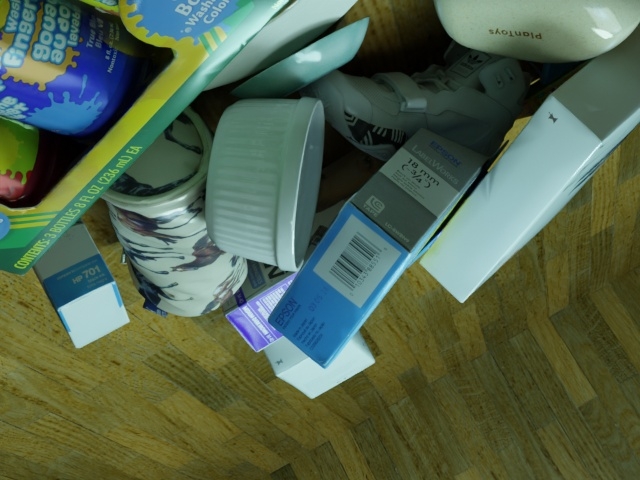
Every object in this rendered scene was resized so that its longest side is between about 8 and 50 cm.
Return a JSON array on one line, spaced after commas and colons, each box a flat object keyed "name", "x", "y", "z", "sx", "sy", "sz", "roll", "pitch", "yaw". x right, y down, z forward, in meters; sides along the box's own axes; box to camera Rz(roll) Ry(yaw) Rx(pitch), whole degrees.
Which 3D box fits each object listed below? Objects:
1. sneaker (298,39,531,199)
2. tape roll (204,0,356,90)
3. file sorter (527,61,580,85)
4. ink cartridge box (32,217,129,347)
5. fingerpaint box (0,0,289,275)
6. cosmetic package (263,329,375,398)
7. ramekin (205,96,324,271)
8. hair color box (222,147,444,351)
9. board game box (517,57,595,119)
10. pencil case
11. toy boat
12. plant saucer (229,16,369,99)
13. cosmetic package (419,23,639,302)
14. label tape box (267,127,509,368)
[{"name": "sneaker", "x": 0.140, "y": -0.205, "z": 1.707, "sx": 0.366, "sy": 0.137, "sz": 0.210, "roll": 23, "pitch": 104, "yaw": -42}, {"name": "tape roll", "x": -0.094, "y": -0.298, "z": 1.295, "sx": 0.392, "sy": 0.072, "sz": 0.392, "roll": -24, "pitch": 159, "yaw": -10}, {"name": "file sorter", "x": 0.333, "y": -0.320, "z": 1.716, "sx": 0.118, "sy": 0.104, "sz": 0.170, "roll": -33, "pitch": 159, "yaw": -12}, {"name": "ink cartridge box", "x": -0.321, "y": 0.019, "z": 1.552, "sx": 0.082, "sy": 0.190, "sz": 0.139, "roll": -26, "pitch": 159, "yaw": -12}, {"name": "fingerpaint box", "x": -0.298, "y": -0.186, "z": 1.056, "sx": 0.371, "sy": 0.163, "sz": 0.445, "roll": 19, "pitch": 130, "yaw": -44}, {"name": "cosmetic package", "x": -0.036, "y": 0.120, "z": 2.085, "sx": 0.138, "sy": 0.224, "sz": 0.225, "roll": -31, "pitch": 159, "yaw": 6}, {"name": "ramekin", "x": -0.065, "y": -0.073, "z": 1.478, "sx": 0.109, "sy": 0.207, "sz": 0.207, "roll": 8, "pitch": 157, "yaw": 6}, {"name": "hair color box", "x": 0.000, "y": 0.000, "z": 1.892, "sx": 0.339, "sy": 0.185, "sz": 0.110, "roll": -31, "pitch": 130, "yaw": 4}, {"name": "board game box", "x": 0.345, "y": -0.229, "z": 1.895, "sx": 0.124, "sy": 0.039, "sz": 0.259, "roll": -33, "pitch": -173, "yaw": -3}, {"name": "pencil case", "x": -0.203, "y": -0.036, "z": 1.618, "sx": 0.184, "sy": 0.160, "sz": 0.410, "roll": -1, "pitch": 156, "yaw": 2}, {"name": "toy boat", "x": 0.260, "y": -0.345, "z": 1.490, "sx": 0.318, "sy": 0.267, "sz": 0.148, "roll": 70, "pitch": 37, "yaw": -58}, {"name": "plant saucer", "x": -0.018, "y": -0.210, "z": 1.519, "sx": 0.195, "sy": 0.037, "sz": 0.195, "roll": -29, "pitch": -174, "yaw": 3}, {"name": "cosmetic package", "x": 0.319, "y": -0.108, "z": 1.703, "sx": 0.284, "sy": 0.097, "sz": 0.377, "roll": -35, "pitch": 166, "yaw": -39}, {"name": "label tape box", "x": 0.091, "y": -0.016, "z": 1.638, "sx": 0.333, "sy": 0.106, "sz": 0.240, "roll": -46, "pitch": 172, "yaw": -50}]
